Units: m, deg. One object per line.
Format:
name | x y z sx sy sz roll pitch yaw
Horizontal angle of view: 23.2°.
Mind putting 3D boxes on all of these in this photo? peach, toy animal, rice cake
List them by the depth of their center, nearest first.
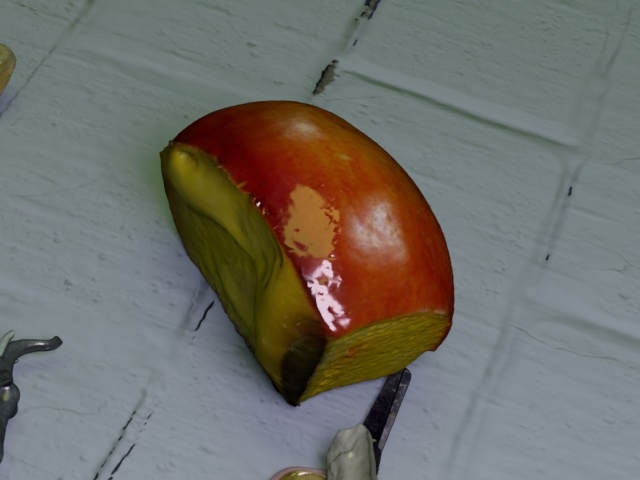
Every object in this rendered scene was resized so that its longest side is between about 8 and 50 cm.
rice cake | 0.037 0.287 1.476 0.052 0.057 0.256 5 44 -9
toy animal | -0.363 0.167 1.536 0.137 0.082 0.269 18 39 2
peach | 0.000 0.000 1.632 0.242 0.306 0.380 -20 45 -14

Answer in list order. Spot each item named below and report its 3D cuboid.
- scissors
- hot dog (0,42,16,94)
scissors | 0.037 0.238 1.589 0.160 0.024 0.317 20 44 11
hot dog | -0.462 -0.158 1.858 0.084 0.073 0.242 26 47 20
